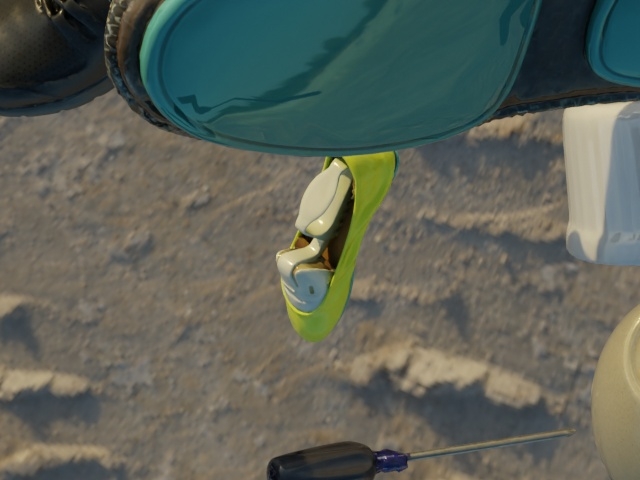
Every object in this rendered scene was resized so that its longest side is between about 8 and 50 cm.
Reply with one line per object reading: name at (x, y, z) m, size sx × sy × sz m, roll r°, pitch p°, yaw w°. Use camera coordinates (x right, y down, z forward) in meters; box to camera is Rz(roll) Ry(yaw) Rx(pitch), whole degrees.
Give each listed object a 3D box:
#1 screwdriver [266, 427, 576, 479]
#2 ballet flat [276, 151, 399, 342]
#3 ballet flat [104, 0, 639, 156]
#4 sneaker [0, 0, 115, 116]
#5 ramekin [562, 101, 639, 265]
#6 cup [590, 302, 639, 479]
screwdriver at (0.053, 0.106, 0.696) m, size 0.169 × 0.024 × 0.025 m, roll 1°, pitch 103°, yaw -27°
ballet flat at (0.000, 0.000, 1.346) m, size 0.077 × 0.077 × 0.231 m, roll 40°, pitch 122°, yaw 30°
ballet flat at (0.106, -0.147, 0.767) m, size 0.482 × 0.182 × 0.164 m, roll -7°, pitch 134°, yaw -21°
sneaker at (-0.147, -0.218, 1.080) m, size 0.340 × 0.139 × 0.125 m, roll -32°, pitch 67°, yaw 10°
ramekin at (0.345, -0.076, 1.269) m, size 0.277 × 0.277 × 0.135 m, roll -7°, pitch 101°, yaw 24°
cup at (0.481, 0.182, 1.796) m, size 0.331 × 0.331 × 0.237 m, roll -3°, pitch 156°, yaw 22°
